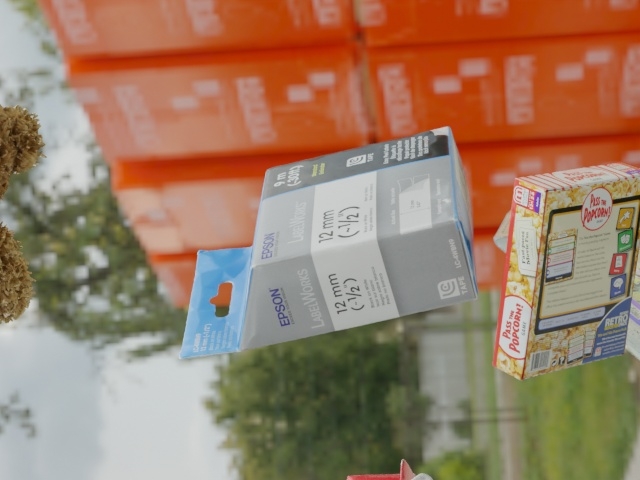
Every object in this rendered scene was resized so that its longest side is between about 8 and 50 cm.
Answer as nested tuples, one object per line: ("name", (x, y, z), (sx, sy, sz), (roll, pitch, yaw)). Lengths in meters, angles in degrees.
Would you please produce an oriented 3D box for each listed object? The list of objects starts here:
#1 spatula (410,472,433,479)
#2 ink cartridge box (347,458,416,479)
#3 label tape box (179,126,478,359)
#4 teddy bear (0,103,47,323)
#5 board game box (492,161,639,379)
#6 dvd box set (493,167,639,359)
("spatula", (0.069, 0.274, 1.293), (0.242, 0.168, 0.019), (-20, -36, -53))
("ink cartridge box", (0.074, 0.338, 1.757), (0.231, 0.078, 0.134), (66, -155, -55))
("label tape box", (0.000, 0.000, 1.891), (0.249, 0.347, 0.115), (-86, -18, -61))
("teddy bear", (-0.349, 0.017, 1.345), (0.113, 0.245, 0.338), (-116, 27, -60))
("board game box", (0.245, 0.028, 1.588), (0.045, 0.146, 0.193), (26, 117, 48))
("dvd box set", (0.428, 0.034, 1.848), (0.062, 0.307, 0.420), (-60, 18, -22))
